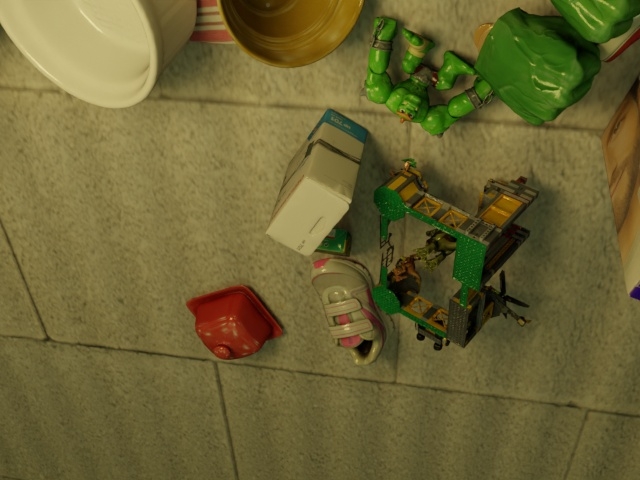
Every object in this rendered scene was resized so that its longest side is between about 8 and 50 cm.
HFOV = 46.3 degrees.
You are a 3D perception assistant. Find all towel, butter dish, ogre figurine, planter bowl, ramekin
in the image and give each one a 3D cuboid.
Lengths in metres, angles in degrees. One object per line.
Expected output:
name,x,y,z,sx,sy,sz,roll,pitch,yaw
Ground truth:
towel,-0.178,-0.363,1.040,0.144,0.029,0.197,15,142,45
butter dish,-0.183,0.186,1.500,0.159,0.118,0.160,-18,124,26
ogre figurine,0.146,-0.226,1.080,0.197,0.097,0.118,19,116,-24
planter bowl,-0.051,-0.347,0.991,0.217,0.090,0.217,-14,122,-23
ramekin,-0.304,-0.331,1.022,0.277,0.135,0.277,21,141,18

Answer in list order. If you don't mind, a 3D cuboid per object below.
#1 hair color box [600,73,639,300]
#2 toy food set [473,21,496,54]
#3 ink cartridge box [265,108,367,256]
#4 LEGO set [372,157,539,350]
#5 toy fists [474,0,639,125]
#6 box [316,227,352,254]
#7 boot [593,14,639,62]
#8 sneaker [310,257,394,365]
hair color box,0.459,-0.092,0.949,0.110,0.339,0.185,18,133,-1
toy food set,0.261,-0.273,1.053,0.083,0.020,0.083,-13,127,23
ink cartridge box,-0.003,-0.092,1.162,0.082,0.191,0.140,30,130,-12
LEGO set,0.225,0.004,1.241,0.255,0.192,0.331,22,137,35
toy fists,0.308,-0.269,0.930,0.142,0.096,0.279,53,142,25
box,0.000,0.000,1.291,0.105,0.043,0.179,9,175,5
boot,0.479,-0.290,0.945,0.176,0.088,0.244,31,127,-16
sneaker,0.060,0.138,1.403,0.103,0.111,0.252,-19,124,27
